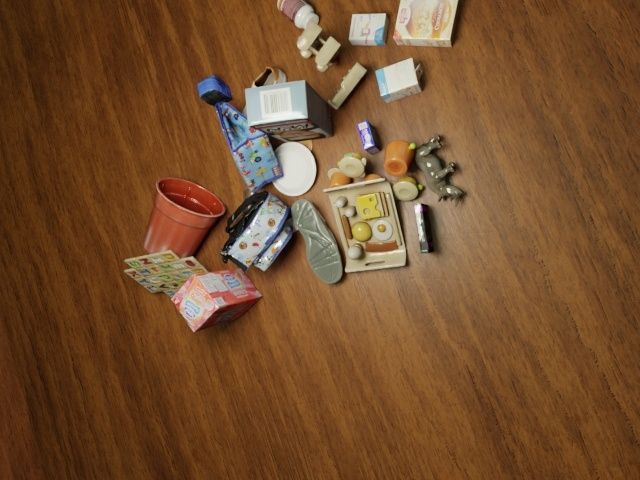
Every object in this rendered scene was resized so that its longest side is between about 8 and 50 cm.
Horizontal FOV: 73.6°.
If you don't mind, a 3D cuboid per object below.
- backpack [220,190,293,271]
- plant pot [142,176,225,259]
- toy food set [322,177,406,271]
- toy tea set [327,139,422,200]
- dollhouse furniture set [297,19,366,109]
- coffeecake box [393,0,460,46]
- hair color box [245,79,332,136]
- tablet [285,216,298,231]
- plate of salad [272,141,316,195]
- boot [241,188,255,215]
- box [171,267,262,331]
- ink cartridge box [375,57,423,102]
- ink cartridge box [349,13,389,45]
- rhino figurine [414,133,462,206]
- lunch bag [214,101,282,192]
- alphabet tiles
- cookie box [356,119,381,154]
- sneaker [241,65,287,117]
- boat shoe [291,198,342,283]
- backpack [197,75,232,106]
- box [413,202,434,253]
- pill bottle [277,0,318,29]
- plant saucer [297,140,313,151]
[{"bbox_3d":[-0.216,-0.037,1.537,0.213,0.276,0.263,28,108,-18],"label":"backpack"},{"bbox_3d":[-0.554,-0.065,1.683,0.272,0.272,0.265,38,112,17],"label":"plant pot"},{"bbox_3d":[0.148,-0.047,1.439,0.220,0.092,0.306,-9,108,24],"label":"toy food set"},{"bbox_3d":[0.177,-0.243,1.455,0.336,0.200,0.124,4,49,20],"label":"toy tea set"},{"bbox_3d":[0.010,-0.591,1.465,0.242,0.212,0.161,37,104,-11],"label":"dollhouse furniture set"},{"bbox_3d":[0.348,-0.720,1.400,0.186,0.068,0.142,12,96,22],"label":"coffeecake box"},{"bbox_3d":[-0.087,-0.408,1.400,0.185,0.374,0.113,-3,95,13],"label":"hair color box"},{"bbox_3d":[-0.094,-0.066,1.622,0.083,0.006,0.054,-31,80,20],"label":"tablet"},{"bbox_3d":[-0.102,-0.266,1.600,0.200,0.048,0.199,6,103,25],"label":"plate of salad"},{"bbox_3d":[-0.262,-0.147,1.674,0.106,0.037,0.114,10,90,19],"label":"boot"},{"bbox_3d":[-0.374,0.210,1.580,0.142,0.300,0.154,-44,76,17],"label":"box"},{"bbox_3d":[0.270,-0.532,1.421,0.143,0.092,0.089,-12,87,22],"label":"ink cartridge box"},{"bbox_3d":[0.167,-0.729,1.481,0.122,0.052,0.088,10,95,22],"label":"ink cartridge box"},{"bbox_3d":[0.386,-0.217,1.391,0.106,0.073,0.243,-30,82,33],"label":"rhino figurine"},{"bbox_3d":[-0.284,-0.360,1.557,0.138,0.221,0.293,-31,55,-9],"label":"lunch bag"},{"bbox_3d":[-0.596,0.142,1.705,0.343,0.285,0.011,-11,48,21],"label":"alphabet tiles"},{"bbox_3d":[0.167,-0.350,1.458,0.040,0.107,0.091,-17,85,19],"label":"cookie box"},{"bbox_3d":[-0.245,-0.526,1.613,0.106,0.123,0.290,36,105,15],"label":"sneaker"},{"bbox_3d":[-0.003,0.000,1.544,0.118,0.103,0.320,-28,85,19],"label":"boat shoe"},{"bbox_3d":[-0.427,-0.591,1.683,0.098,0.120,0.101,-23,83,21],"label":"backpack"},{"bbox_3d":[0.337,-0.038,1.392,0.029,0.116,0.162,-10,87,23],"label":"box"},{"bbox_3d":[-0.080,-0.834,1.559,0.086,0.086,0.152,-47,74,16],"label":"pill bottle"},{"bbox_3d":[-0.069,-0.355,1.602,0.084,0.013,0.083,0,91,22],"label":"plant saucer"}]
